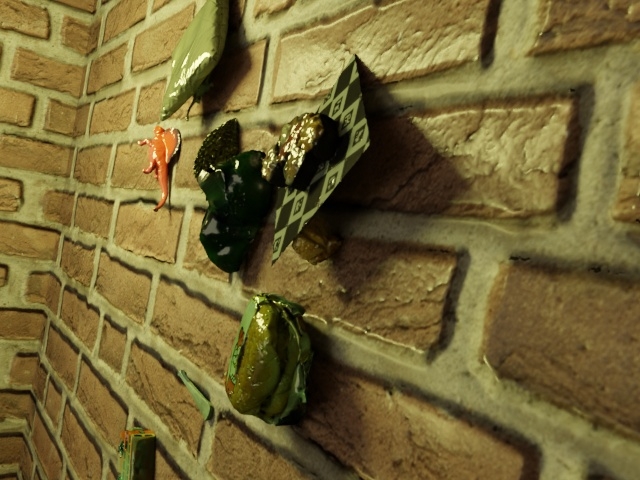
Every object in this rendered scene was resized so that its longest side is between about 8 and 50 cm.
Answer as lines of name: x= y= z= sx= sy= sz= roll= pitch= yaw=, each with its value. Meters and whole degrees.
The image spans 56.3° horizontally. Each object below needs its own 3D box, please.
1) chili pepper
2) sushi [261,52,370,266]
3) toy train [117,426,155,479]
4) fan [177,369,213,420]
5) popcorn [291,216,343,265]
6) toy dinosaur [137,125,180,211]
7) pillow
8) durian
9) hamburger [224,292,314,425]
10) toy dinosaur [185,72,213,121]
chili pepper: x=-0.186 y=-0.061 z=1.219 sx=0.148 sy=0.116 sz=0.265 roll=54 pitch=126 yaw=42
sushi: x=-0.031 y=-0.147 z=0.993 sx=0.294 sy=0.059 sz=0.292 roll=-51 pitch=27 yaw=35
toy train: x=-0.469 y=0.573 z=1.522 sx=0.099 sy=0.072 sz=0.188 roll=-19 pitch=66 yaw=46
fan: x=-0.285 y=0.343 z=1.357 sx=0.193 sy=0.016 sz=0.038 roll=32 pitch=106 yaw=52
popcorn: x=0.000 y=0.000 z=0.983 sx=0.084 sy=0.084 sz=0.084 roll=-18 pitch=68 yaw=52
toy dinosaur: x=-0.430 y=-0.225 z=1.677 sx=0.139 sy=0.070 sz=0.286 roll=-30 pitch=58 yaw=22
pillow: x=-0.311 y=-0.467 z=1.505 sx=0.274 sy=0.076 sz=0.281 roll=-36 pitch=41 yaw=40
durian: x=-0.240 y=-0.180 z=1.384 sx=0.100 sy=0.086 sz=0.215 roll=-78 pitch=13 yaw=-72
hamburger: x=-0.080 y=0.204 z=0.994 sx=0.235 sy=0.125 sz=0.214 roll=-115 pitch=36 yaw=-58
toy dinosaur: x=-0.303 y=-0.387 z=1.527 sx=0.180 sy=0.037 sz=0.058 roll=-58 pitch=29 yaw=-1
